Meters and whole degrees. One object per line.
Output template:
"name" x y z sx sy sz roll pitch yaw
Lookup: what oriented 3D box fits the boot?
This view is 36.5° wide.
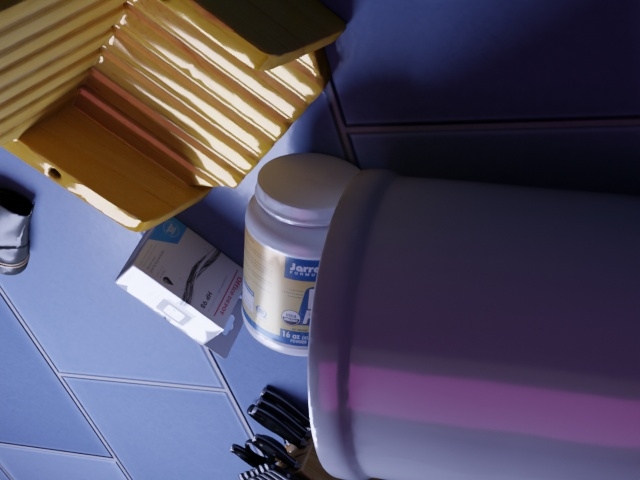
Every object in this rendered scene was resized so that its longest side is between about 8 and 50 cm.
"boot" -0.495 -0.041 1.353 0.197 0.077 0.137 18 136 -12

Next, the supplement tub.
"supplement tub" -0.016 0.016 1.105 0.144 0.144 0.200 14 126 12

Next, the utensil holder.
"utensil holder" 0.219 0.100 0.971 0.385 0.328 0.328 4 135 17

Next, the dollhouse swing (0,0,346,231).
"dollhouse swing" -0.213 -0.112 0.962 0.315 0.305 0.347 35 137 -12

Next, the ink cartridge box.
"ink cartridge box" -0.163 0.060 1.266 0.180 0.104 0.060 37 136 -15

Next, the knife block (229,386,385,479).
"knife block" -0.002 0.338 1.512 0.275 0.242 0.088 -4 161 -42
